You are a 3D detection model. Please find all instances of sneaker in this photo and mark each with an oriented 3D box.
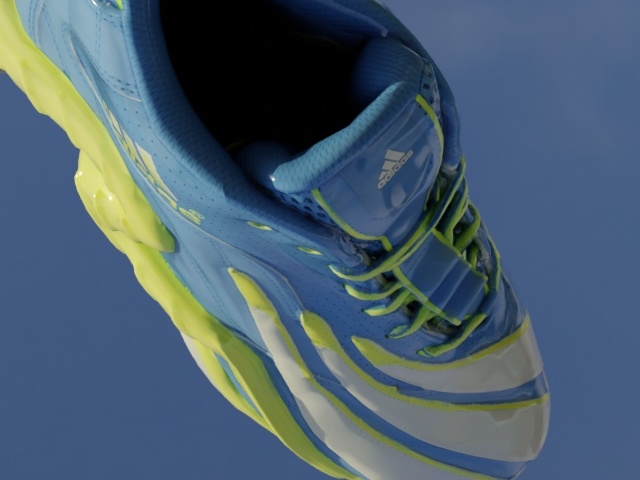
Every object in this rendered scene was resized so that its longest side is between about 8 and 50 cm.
[{"bbox_3d":[0.000,0.000,0.471,0.091,0.240,0.126,-45,-153,-5],"label":"sneaker"}]

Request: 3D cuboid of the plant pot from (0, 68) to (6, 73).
[{"bbox_3d":[-0.176,-0.192,1.020,0.201,0.201,0.180,5,-144,-10],"label":"plant pot"}]
